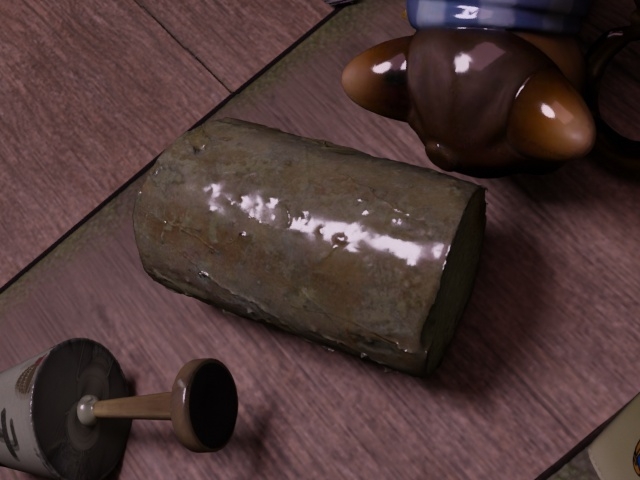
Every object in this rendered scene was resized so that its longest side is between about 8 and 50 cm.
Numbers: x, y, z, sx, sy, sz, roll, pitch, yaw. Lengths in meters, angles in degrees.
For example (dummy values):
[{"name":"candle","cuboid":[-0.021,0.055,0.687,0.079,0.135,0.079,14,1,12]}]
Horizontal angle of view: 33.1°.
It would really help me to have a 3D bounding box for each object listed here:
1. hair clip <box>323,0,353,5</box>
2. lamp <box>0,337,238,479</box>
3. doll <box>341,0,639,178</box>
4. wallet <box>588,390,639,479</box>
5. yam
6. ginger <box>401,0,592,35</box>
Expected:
[{"name":"hair clip","cuboid":[0.019,-0.315,1.093,0.116,0.049,0.172,-3,59,13]},{"name":"lamp","cuboid":[-0.176,0.137,0.865,0.214,0.121,0.121,-7,60,29]},{"name":"doll","cuboid":[0.164,-0.214,0.851,0.318,0.209,0.340,8,89,22]},{"name":"wallet","cuboid":[0.243,0.143,0.707,0.039,0.155,0.110,-4,55,-21]},{"name":"yam","cuboid":[0.000,0.000,0.863,0.268,0.161,0.161,17,69,28]},{"name":"ginger","cuboid":[0.181,-0.238,0.979,0.137,0.074,0.213,33,72,28]}]
